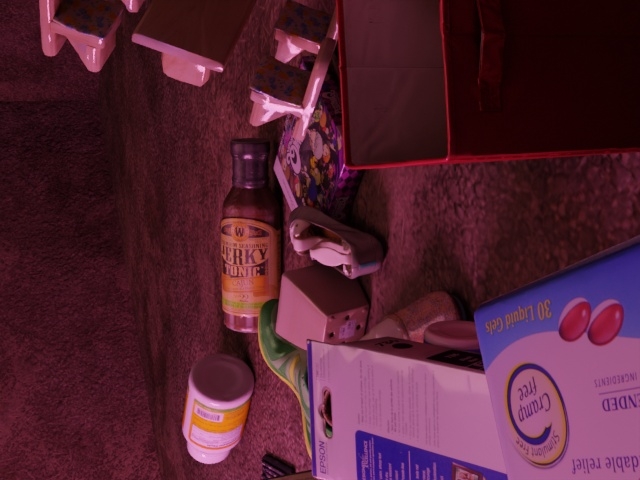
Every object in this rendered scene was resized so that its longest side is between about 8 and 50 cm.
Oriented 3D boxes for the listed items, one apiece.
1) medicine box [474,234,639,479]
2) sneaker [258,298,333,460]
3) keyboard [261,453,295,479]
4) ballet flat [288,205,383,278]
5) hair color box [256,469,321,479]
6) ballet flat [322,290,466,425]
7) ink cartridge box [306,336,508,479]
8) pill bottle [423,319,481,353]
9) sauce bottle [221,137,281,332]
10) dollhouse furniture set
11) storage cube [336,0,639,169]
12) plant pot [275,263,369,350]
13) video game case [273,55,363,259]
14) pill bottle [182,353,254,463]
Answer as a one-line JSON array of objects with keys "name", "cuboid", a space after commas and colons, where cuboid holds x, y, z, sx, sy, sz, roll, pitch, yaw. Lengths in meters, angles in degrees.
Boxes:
[{"name": "medicine box", "cuboid": [0.251, 0.148, 0.540, 0.263, 0.149, 0.289, 140, 123, -64]}, {"name": "sneaker", "cuboid": [-0.001, 0.199, 1.264, 0.295, 0.109, 0.123, 61, 145, 30]}, {"name": "keyboard", "cuboid": [-0.082, 0.481, 1.620, 0.180, 0.023, 0.108, 168, 96, -69]}, {"name": "ballet flat", "cuboid": [0.000, 0.000, 1.180, 0.213, 0.068, 0.072, 22, 125, 49]}, {"name": "hair color box", "cuboid": [-0.036, 0.556, 1.298, 0.113, 0.185, 0.375, 138, 124, -63]}, {"name": "ballet flat", "cuboid": [0.076, 0.166, 1.040, 0.316, 0.106, 0.108, 115, 144, -51]}, {"name": "ink cartridge box", "cuboid": [0.124, 0.191, 0.824, 0.332, 0.065, 0.165, 6, 102, 43]}, {"name": "pill bottle", "cuboid": [0.148, 0.161, 0.897, 0.078, 0.078, 0.137, -153, 61, -65]}, {"name": "sauce bottle", "cuboid": [-0.126, -0.009, 1.506, 0.111, 0.111, 0.344, -152, 59, -65]}, {"name": "dollhouse furniture set", "cuboid": [-0.123, -0.397, 1.118, 0.256, 0.362, 0.394, 112, 176, -52]}, {"name": "storage cube", "cuboid": [0.138, -0.157, 0.700, 0.215, 0.193, 0.184, -172, 78, -69]}, {"name": "plant pot", "cuboid": [0.010, 0.104, 1.209, 0.096, 0.109, 0.109, 42, 134, 45]}, {"name": "video game case", "cuboid": [-0.005, -0.123, 1.269, 0.232, 0.041, 0.210, 109, 147, -45]}, {"name": "pill bottle", "cuboid": [-0.226, 0.369, 1.802, 0.246, 0.136, 0.136, 105, 151, -41]}]
